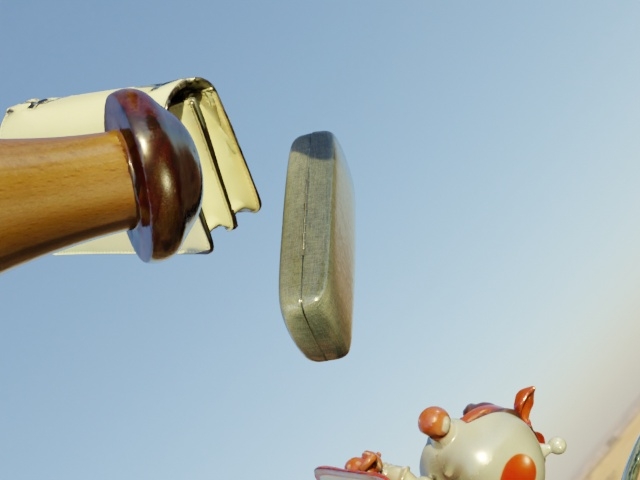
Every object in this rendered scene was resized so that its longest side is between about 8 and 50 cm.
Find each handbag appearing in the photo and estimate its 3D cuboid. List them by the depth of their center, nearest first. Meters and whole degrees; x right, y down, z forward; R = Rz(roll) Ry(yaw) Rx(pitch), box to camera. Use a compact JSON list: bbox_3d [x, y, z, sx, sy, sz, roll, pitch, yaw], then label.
[{"bbox_3d":[-0.292,-0.107,1.424,0.160,0.358,0.237,-41,-58,-47],"label":"handbag"}]

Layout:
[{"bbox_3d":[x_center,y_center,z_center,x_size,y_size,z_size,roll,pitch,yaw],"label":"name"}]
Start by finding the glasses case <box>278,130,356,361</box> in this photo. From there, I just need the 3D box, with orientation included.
[{"bbox_3d":[0.000,0.000,1.290,0.074,0.323,0.131,-11,-42,15],"label":"glasses case"}]

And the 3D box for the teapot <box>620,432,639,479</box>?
[{"bbox_3d":[0.184,0.011,0.158,0.294,0.129,0.193,-30,-29,4],"label":"teapot"}]

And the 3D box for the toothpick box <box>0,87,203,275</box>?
[{"bbox_3d":[-0.271,-0.052,1.014,0.294,0.192,0.192,-13,-35,-23],"label":"toothpick box"}]

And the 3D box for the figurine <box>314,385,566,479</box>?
[{"bbox_3d":[0.149,0.239,0.979,0.226,0.183,0.160,-35,9,-27],"label":"figurine"}]
